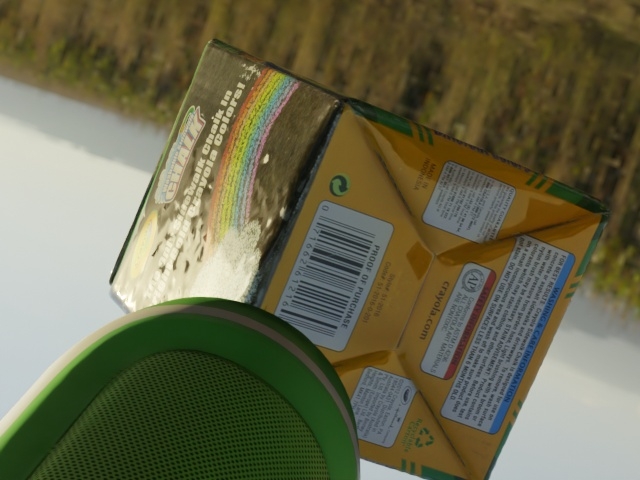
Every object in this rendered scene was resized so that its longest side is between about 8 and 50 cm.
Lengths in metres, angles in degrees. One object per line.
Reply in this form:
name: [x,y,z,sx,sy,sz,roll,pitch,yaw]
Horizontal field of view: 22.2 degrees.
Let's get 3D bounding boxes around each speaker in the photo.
speaker: [-0.072,0.122,0.486,0.131,0.131,0.296,19,-156,6]

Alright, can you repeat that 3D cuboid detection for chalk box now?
chalk box: [0.000,0.000,0.975,0.179,0.180,0.289,21,-174,-24]
